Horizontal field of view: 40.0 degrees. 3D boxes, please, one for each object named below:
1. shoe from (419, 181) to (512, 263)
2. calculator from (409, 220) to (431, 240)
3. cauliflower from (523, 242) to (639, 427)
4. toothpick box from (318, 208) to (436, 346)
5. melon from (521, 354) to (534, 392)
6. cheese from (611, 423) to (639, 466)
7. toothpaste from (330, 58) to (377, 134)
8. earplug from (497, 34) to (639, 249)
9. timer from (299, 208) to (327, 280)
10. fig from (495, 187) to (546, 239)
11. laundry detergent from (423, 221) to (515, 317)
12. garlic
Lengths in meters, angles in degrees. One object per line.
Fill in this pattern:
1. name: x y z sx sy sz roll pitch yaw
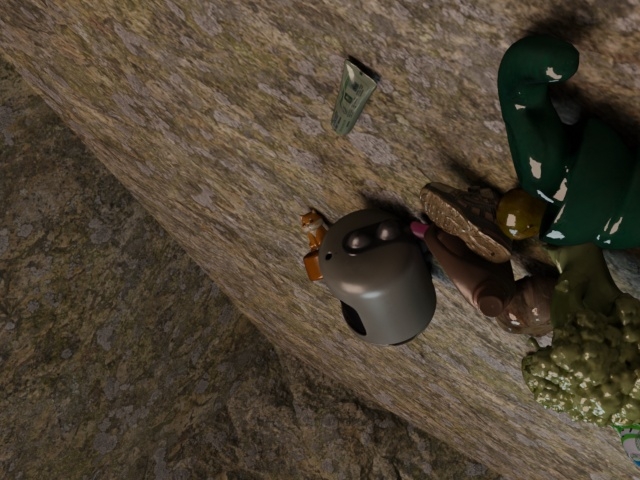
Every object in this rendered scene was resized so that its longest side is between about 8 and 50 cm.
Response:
1. shoe: 0.250 -0.048 1.414 0.180 0.092 0.089 38 161 9
2. calculator: 0.263 0.024 1.692 0.127 0.034 0.190 17 161 48
3. cauliflower: 0.429 0.127 1.273 0.260 0.327 0.280 -12 86 52
4. toothpick box: 0.125 0.062 1.808 0.229 0.229 0.316 28 160 30
5. melon: 0.494 0.318 1.952 0.128 0.079 0.160 25 161 31
6. cheese: 0.669 0.413 1.840 0.321 0.083 0.204 33 164 11
7. toothpaste: 0.048 -0.224 1.432 0.064 0.041 0.218 41 161 6
8. earplug: 0.317 -0.108 1.049 0.280 0.164 0.257 25 127 0
9. timer: 0.000 0.000 2.076 0.152 0.132 0.132 63 159 -8
10. fig: 0.316 -0.038 1.334 0.098 0.082 0.084 16 124 14
11. laundry detergent: 0.246 0.042 1.477 0.171 0.076 0.237 34 -159 -4
12. garlic: 0.375 0.111 1.552 0.147 0.101 0.159 -18 156 35
